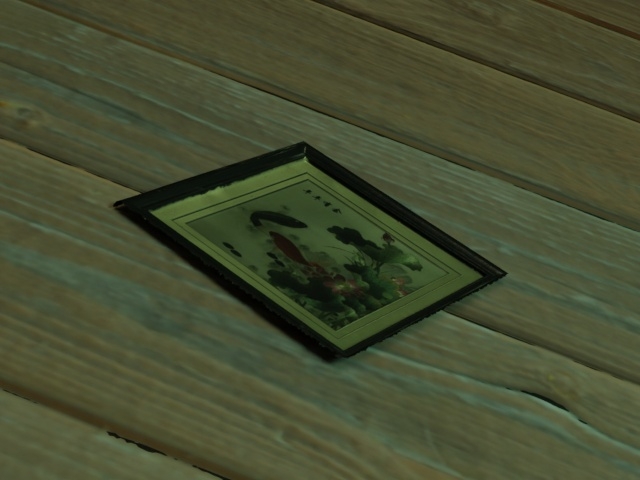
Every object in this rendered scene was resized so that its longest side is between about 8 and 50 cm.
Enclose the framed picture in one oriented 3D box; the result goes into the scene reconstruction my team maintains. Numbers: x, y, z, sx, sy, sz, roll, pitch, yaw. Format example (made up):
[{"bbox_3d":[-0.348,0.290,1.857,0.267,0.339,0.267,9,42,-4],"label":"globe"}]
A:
[{"bbox_3d":[0.000,0.000,0.873,0.195,0.010,0.199,35,33,25],"label":"framed picture"}]
